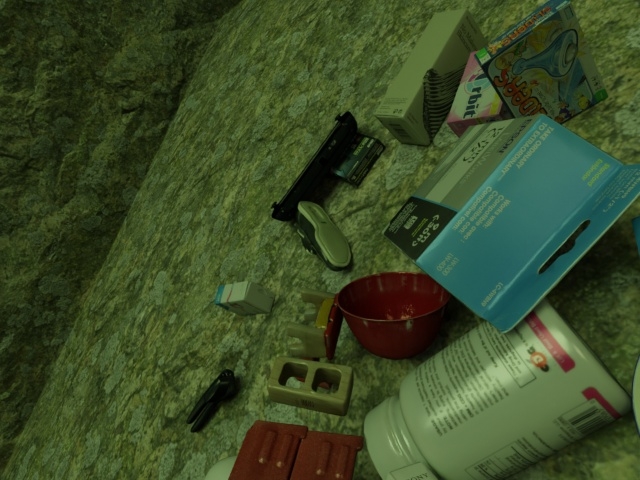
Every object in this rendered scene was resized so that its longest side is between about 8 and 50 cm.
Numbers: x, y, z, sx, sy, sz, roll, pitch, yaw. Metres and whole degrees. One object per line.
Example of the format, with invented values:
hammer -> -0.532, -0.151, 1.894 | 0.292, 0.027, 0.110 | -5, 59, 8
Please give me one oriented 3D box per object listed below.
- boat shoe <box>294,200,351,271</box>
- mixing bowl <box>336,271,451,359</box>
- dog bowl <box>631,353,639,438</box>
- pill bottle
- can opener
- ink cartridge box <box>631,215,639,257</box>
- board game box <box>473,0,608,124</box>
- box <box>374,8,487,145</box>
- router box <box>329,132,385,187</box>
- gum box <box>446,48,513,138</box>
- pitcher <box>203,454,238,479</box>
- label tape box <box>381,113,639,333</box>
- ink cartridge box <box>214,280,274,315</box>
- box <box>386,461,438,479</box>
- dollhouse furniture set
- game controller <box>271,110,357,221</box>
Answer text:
boat shoe -> 0.000, 0.000, 0.999 | 0.079, 0.084, 0.233 | -64, 36, 26
mixing bowl -> 0.122, 0.129, 0.713 | 0.181, 0.181, 0.098 | 13, 117, 51
dog bowl -> 0.432, 0.164, 0.375 | 0.265, 0.104, 0.264 | -28, 45, 32
pill bottle -> 0.202, 0.205, 0.548 | 0.283, 0.160, 0.160 | -41, 40, 18
can opener -> -0.257, 0.369, 1.013 | 0.186, 0.073, 0.059 | -52, 45, 20
ink cartridge box -> 0.446, -0.016, 0.397 | 0.231, 0.134, 0.078 | 135, 147, -58
board game box -> 0.351, -0.259, 0.692 | 0.136, 0.201, 0.035 | -32, 43, 28
box -> 0.242, -0.352, 0.955 | 0.094, 0.113, 0.275 | 26, 85, 52
router box -> 0.088, -0.198, 1.067 | 0.122, 0.038, 0.092 | -55, 37, 1
gum box -> 0.332, -0.296, 0.853 | 0.107, 0.062, 0.188 | 4, 67, 48
pitcher -> -0.092, 0.429, 0.753 | 0.207, 0.125, 0.177 | 3, 45, 37
label tape box -> 0.233, -0.047, 0.620 | 0.249, 0.115, 0.347 | -50, 7, 6
ink cartridge box -> -0.186, 0.143, 1.072 | 0.122, 0.088, 0.052 | -15, 53, 41
box -> 0.148, 0.411, 0.391 | 0.322, 0.059, 0.232 | 34, 117, 56
dollhouse furniture set -> 0.004, 0.277, 0.679 | 0.152, 0.201, 0.374 | 6, 38, 13
game controller -> -0.019, -0.184, 1.108 | 0.319, 0.067, 0.166 | -53, 13, 7
